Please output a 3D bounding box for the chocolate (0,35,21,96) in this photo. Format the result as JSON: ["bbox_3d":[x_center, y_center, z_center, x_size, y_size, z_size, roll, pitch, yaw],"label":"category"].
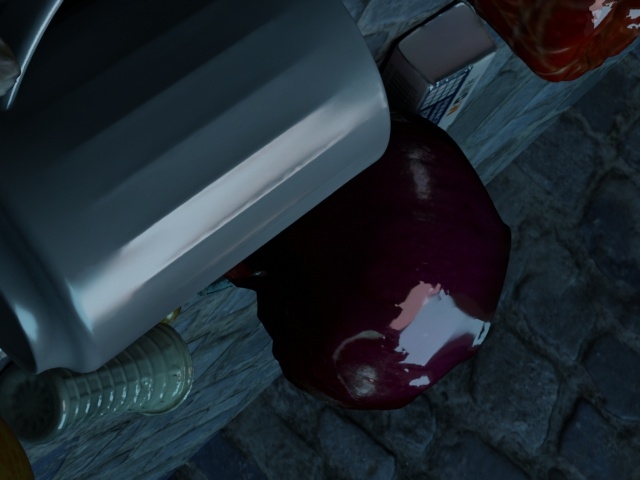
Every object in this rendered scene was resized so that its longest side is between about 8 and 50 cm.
[{"bbox_3d":[-0.298,-0.105,0.866,0.157,0.080,0.254,-28,173,22],"label":"chocolate"}]

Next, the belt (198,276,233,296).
[{"bbox_3d":[-0.106,0.012,2.059,0.147,0.082,0.163,-31,175,11],"label":"belt"}]

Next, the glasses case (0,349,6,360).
[{"bbox_3d":[-0.240,0.011,1.575,0.308,0.083,0.128,-36,175,-18],"label":"glasses case"}]

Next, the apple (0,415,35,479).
[{"bbox_3d":[-0.443,0.302,1.657,0.264,0.264,0.264,-38,170,-8],"label":"apple"}]

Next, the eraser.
[{"bbox_3d":[0.134,-0.197,1.990,0.130,0.086,0.287,-33,168,-23],"label":"eraser"}]

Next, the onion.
[{"bbox_3d":[0.000,0.000,1.827,0.420,0.398,0.398,19,136,-24],"label":"onion"}]

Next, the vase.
[{"bbox_3d":[-0.307,0.196,1.997,0.143,0.143,0.299,-44,166,23],"label":"vase"}]

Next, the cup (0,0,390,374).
[{"bbox_3d":[-0.147,-0.096,1.100,0.327,0.237,0.323,-35,140,-20],"label":"cup"}]

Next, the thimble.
[{"bbox_3d":[0.294,-0.339,1.543,0.350,0.230,0.350,-39,171,-7],"label":"thimble"}]

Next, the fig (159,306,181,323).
[{"bbox_3d":[-0.215,0.083,2.100,0.083,0.050,0.050,-56,-179,-35],"label":"fig"}]
